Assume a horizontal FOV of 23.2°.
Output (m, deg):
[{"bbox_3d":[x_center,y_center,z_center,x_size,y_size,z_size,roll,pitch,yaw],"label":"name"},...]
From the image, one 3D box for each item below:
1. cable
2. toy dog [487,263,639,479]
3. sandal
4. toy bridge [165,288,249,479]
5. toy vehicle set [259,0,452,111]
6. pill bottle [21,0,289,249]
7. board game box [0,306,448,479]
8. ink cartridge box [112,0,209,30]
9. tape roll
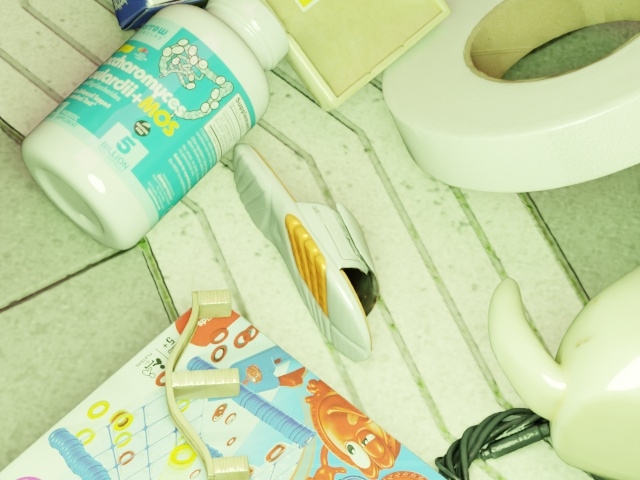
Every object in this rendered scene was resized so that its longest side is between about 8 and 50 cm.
[{"bbox_3d":[0.194,0.210,1.385,0.184,0.047,0.150,15,54,5],"label":"cable"},{"bbox_3d":[0.374,0.069,1.395,0.395,0.284,0.408,16,48,17],"label":"toy dog"},{"bbox_3d":[0.000,-0.007,1.487,0.076,0.102,0.265,-22,57,-18],"label":"sandal"},{"bbox_3d":[-0.100,0.121,1.321,0.063,0.026,0.188,-4,54,-8],"label":"toy bridge"},{"bbox_3d":[-0.007,-0.286,1.564,0.166,0.035,0.267,-39,101,-15],"label":"toy vehicle set"},{"bbox_3d":[-0.150,-0.127,1.501,0.146,0.146,0.264,36,70,19],"label":"pill bottle"},{"bbox_3d":[-0.088,0.240,1.306,0.302,0.086,0.308,36,58,19],"label":"board game box"},{"bbox_3d":[-0.110,-0.386,1.625,0.270,0.151,0.395,-17,93,-18],"label":"ink cartridge box"},{"bbox_3d":[0.252,-0.193,1.548,0.392,0.072,0.392,-19,32,12],"label":"tape roll"}]
